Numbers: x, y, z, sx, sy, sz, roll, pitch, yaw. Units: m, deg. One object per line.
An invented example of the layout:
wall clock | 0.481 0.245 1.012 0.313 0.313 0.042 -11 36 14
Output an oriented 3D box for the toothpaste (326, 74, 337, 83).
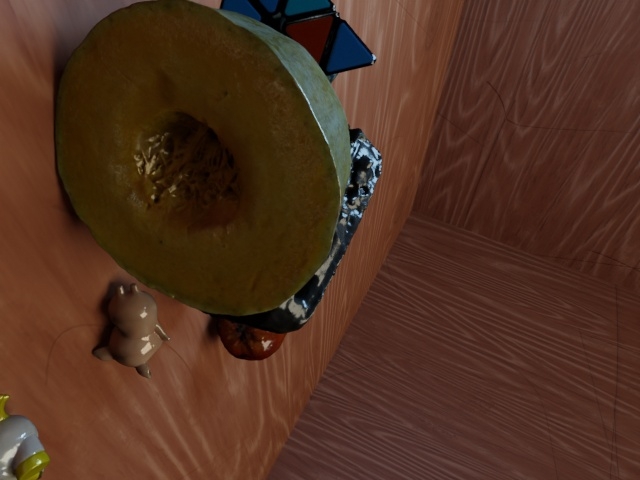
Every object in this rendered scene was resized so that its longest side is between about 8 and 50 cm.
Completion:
toothpaste | -0.018 -0.270 0.844 0.057 0.035 0.197 -26 -176 -20

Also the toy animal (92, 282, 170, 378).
toy animal | -0.289 0.133 0.702 0.089 0.083 0.150 -19 119 -52

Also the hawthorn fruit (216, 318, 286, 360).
hawthorn fruit | -0.156 0.186 1.065 0.179 0.173 0.173 -82 180 -51

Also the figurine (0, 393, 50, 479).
figurine | -0.406 0.268 0.510 0.178 0.109 0.129 -46 126 -52

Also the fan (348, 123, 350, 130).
fan | 0.052 -0.288 1.360 0.152 0.008 0.227 -66 164 -3

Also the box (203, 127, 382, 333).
box | -0.076 -0.022 0.800 0.091 0.350 0.359 38 69 -30

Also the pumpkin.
pumpkin | -0.109 -0.097 0.551 0.199 0.332 0.332 -47 154 -61

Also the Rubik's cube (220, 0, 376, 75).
Rubik's cube | -0.079 -0.273 0.718 0.234 0.250 0.284 -43 162 -13
